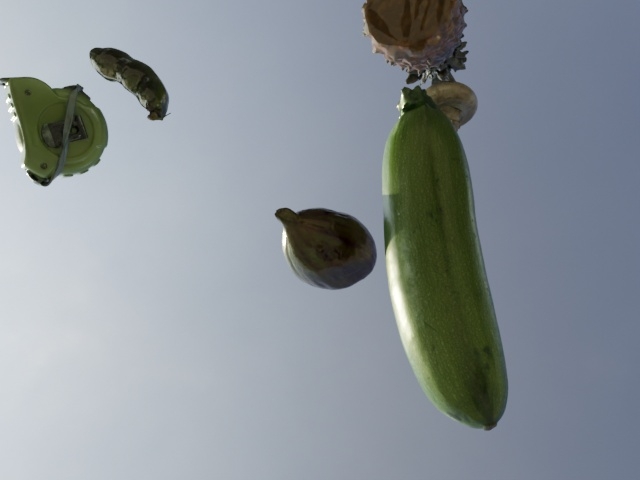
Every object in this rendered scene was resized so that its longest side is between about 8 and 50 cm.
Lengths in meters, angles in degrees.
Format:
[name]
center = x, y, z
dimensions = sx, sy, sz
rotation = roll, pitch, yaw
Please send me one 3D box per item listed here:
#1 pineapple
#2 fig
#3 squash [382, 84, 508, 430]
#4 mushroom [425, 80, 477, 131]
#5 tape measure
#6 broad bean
[pineapple]
center = 0.187, -0.354, 1.087
dimensions = 0.169, 0.340, 0.169
rotation = 1, -88, 22
[fig]
center = 0.000, 0.000, 0.790
dimensions = 0.109, 0.154, 0.103
rotation = -44, -141, -1
[squash]
center = 0.123, 0.005, 0.677
dimensions = 0.107, 0.107, 0.395
rotation = -8, -114, 8
[mushroom]
center = 0.174, -0.172, 0.852
dimensions = 0.085, 0.085, 0.079
rotation = -9, -125, 8
[tape measure]
center = -0.488, -0.204, 1.163
dimensions = 0.175, 0.106, 0.199
rotation = -13, -85, -33
[broad bean]
center = -0.289, -0.249, 0.956
dimensions = 0.065, 0.046, 0.254
rotation = -36, -128, -17
